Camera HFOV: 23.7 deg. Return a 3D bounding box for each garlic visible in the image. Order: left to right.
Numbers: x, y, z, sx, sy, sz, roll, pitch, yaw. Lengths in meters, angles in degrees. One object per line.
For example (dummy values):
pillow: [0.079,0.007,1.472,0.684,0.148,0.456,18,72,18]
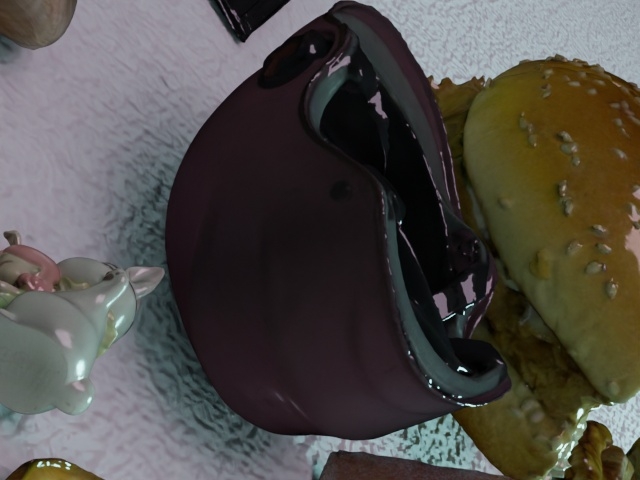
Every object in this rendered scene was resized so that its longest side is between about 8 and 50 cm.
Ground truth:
garlic: [-0.208,-0.216,1.034,0.124,0.099,0.174,55,22,-49]

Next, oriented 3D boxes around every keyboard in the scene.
keyboard: [-0.055,-0.259,1.438,0.087,0.017,0.250,58,27,-13]

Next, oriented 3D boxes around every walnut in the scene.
walnut: [0.272,0.257,1.494,0.143,0.069,0.170,63,21,-9]

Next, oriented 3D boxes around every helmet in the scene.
helmet: [0.000,0.000,1.092,0.271,0.197,0.338,52,21,-40]

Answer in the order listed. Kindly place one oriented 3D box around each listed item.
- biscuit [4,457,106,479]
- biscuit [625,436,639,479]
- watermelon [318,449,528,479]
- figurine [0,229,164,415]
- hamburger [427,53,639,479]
biscuit: [-0.133,0.230,0.813,0.203,0.041,0.260,58,27,-17]
biscuit: [0.328,0.258,1.594,0.018,0.083,0.081,11,47,-13]
watermelon: [0.087,0.231,1.093,0.202,0.207,0.136,42,2,-6]
figurine: [-0.152,0.032,0.911,0.098,0.081,0.146,54,27,-16]
hamburger: [0.182,-0.025,1.349,0.287,0.268,0.445,35,33,-12]
